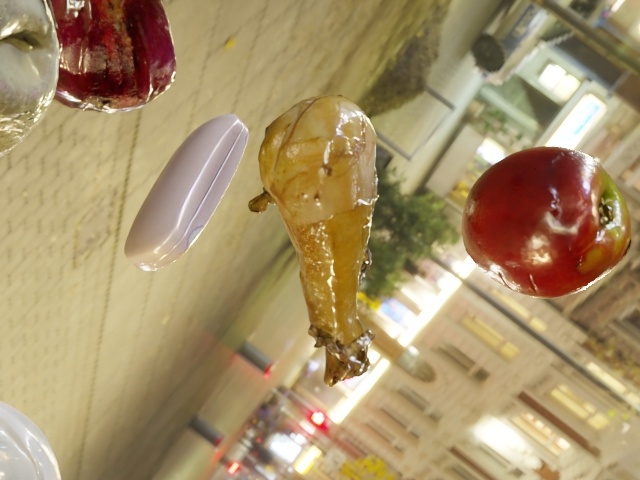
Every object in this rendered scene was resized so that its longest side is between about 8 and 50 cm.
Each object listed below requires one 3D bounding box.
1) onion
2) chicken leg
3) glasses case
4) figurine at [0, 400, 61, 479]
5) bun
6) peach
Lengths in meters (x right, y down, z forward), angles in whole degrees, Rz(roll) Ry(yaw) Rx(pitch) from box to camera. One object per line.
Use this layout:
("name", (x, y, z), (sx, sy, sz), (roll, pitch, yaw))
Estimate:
("onion", (-0.406, -0.354, 1.566), (0.260, 0.337, 0.282), (-24, 164, -29))
("chicken leg", (0.001, 0.000, 0.698), (0.085, 0.208, 0.101), (-9, -176, -40))
("glasses case", (-0.195, -0.076, 1.430), (0.113, 0.075, 0.297), (-13, -141, 39))
("figurine", (-0.257, 0.147, 0.585), (0.182, 0.256, 0.144), (-58, 160, -14))
("bun", (-0.364, -0.183, 0.849), (0.168, 0.273, 0.273), (-50, 174, -39))
("peach", (0.258, -0.018, 1.154), (0.197, 0.197, 0.197), (-52, 174, -7))
